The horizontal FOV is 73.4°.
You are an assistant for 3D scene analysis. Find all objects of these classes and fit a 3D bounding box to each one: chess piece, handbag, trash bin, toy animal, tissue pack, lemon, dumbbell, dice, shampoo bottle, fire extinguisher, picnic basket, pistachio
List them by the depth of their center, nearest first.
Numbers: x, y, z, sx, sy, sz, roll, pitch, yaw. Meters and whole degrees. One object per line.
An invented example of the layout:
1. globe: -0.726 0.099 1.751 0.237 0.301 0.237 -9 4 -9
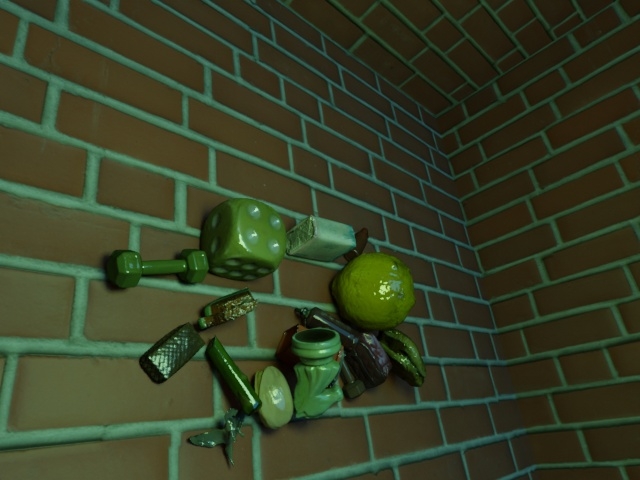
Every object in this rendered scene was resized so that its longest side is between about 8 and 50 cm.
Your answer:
1. toy animal: -0.275 0.596 1.294 0.219 0.095 0.155 -4 61 -47
2. picnic basket: -0.441 0.336 1.300 0.110 0.054 0.193 55 41 -8
3. dumbbell: -0.498 0.083 1.343 0.301 0.108 0.122 -1 70 -48
4. pistachio: -0.160 0.527 1.442 0.145 0.117 0.201 18 56 -66
5. chess piece: -0.011 0.463 1.465 0.175 0.175 0.299 -9 100 -50
6. dice: -0.276 -0.001 1.548 0.238 0.226 0.233 19 57 -42
7. trash bin: -0.043 0.441 1.608 0.238 0.161 0.185 37 44 -17
8. fire extinguisher: 0.019 0.341 1.711 0.268 0.105 0.105 31 44 -4
9. dumbbell: 0.101 0.531 1.759 0.081 0.092 0.231 -23 85 -23
10. handbag: 0.197 0.508 1.832 0.225 0.146 0.135 60 34 0
11. tissue pack: 0.002 -0.001 1.873 0.271 0.201 0.124 13 52 -43
12. lemon: 0.229 0.219 1.888 0.349 0.386 0.350 9 90 -68
13. shampoo bottle: 0.193 0.012 2.173 0.085 0.085 0.244 52 38 -12

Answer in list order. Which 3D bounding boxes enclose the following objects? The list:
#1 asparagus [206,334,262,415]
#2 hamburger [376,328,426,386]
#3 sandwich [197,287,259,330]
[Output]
1. asparagus: -0.283 0.431 1.372 0.278 0.067 0.060 50 -6 10
2. hamburger: 0.363 0.514 1.928 0.134 0.265 0.285 -48 132 -20
3. sandwich: -0.308 0.225 1.444 0.235 0.159 0.079 -23 91 -31
